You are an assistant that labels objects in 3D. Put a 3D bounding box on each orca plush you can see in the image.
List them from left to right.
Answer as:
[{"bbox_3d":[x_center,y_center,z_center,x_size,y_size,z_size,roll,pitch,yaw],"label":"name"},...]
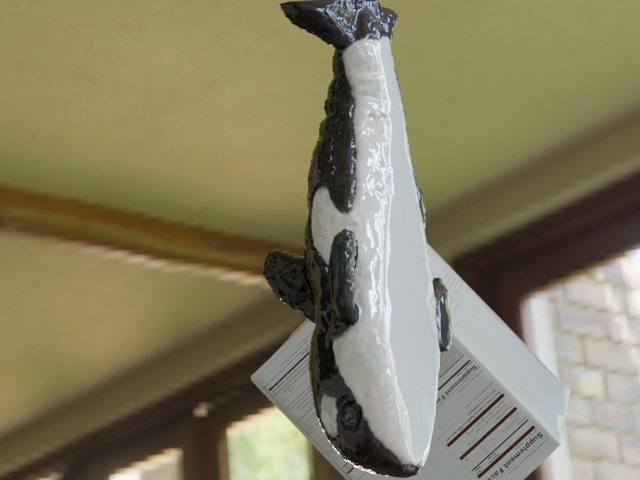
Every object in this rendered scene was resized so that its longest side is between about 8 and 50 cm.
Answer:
[{"bbox_3d":[0.000,0.000,1.085,0.102,0.287,0.151,-10,3,24],"label":"orca plush"}]

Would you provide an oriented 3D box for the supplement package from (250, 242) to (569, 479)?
[{"bbox_3d":[0.079,0.118,1.476,0.149,0.203,0.194,-44,-1,13],"label":"supplement package"}]
